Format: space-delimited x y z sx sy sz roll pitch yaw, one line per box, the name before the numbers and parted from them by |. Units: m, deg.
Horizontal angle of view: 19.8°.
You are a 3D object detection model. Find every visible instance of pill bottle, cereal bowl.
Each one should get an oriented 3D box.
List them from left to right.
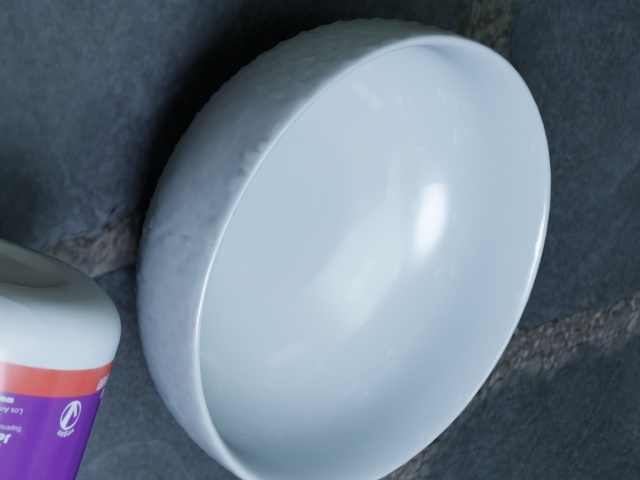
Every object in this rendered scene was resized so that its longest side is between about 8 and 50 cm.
pill bottle | -0.244 0.159 1.080 0.181 0.181 0.323 8 105 -48
cereal bowl | 0.000 0.000 1.284 0.339 0.141 0.339 -24 126 -38
